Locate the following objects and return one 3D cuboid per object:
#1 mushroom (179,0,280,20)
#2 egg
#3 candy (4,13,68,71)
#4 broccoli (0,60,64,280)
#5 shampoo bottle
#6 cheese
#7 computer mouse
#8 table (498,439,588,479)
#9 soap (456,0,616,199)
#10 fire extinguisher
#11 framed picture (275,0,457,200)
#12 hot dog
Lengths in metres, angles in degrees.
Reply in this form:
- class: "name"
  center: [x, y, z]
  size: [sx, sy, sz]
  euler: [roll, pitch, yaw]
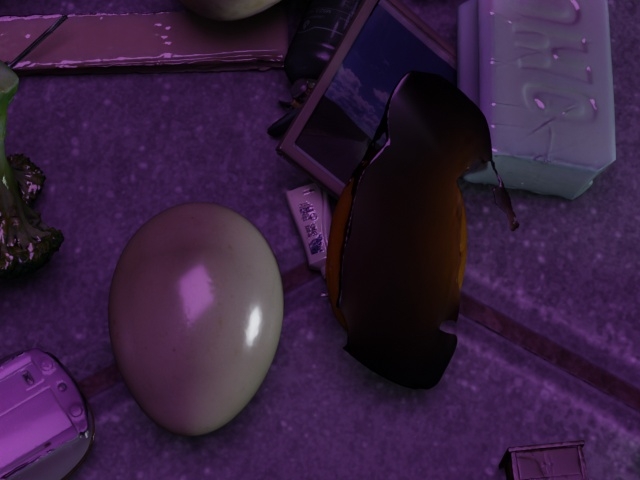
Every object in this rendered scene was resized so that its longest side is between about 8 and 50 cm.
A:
- class: "mushroom"
  center: [-0.086, -0.369, 1.834]
  size: [0.246, 0.246, 0.202]
  euler: [-42, 110, -18]
- class: "egg"
  center: [-0.133, 0.083, 1.684]
  size: [0.189, 0.188, 0.253]
  euler: [1, 73, -2]
- class: "candy"
  center: [-0.368, -0.203, 1.855]
  size: [0.185, 0.049, 0.055]
  euler: [-43, 99, -3]
- class: "broccoli"
  center: [-0.403, -0.086, 1.718]
  size: [0.254, 0.269, 0.269]
  euler: [-5, 61, -45]
- class: "shampoo bottle"
  center: [0.000, 0.000, 1.811]
  size: [0.049, 0.034, 0.141]
  euler: [-11, 69, -13]
- class: "cheese"
  center: [-0.238, -0.239, 1.906]
  size: [0.400, 0.034, 0.085]
  euler: [-3, 71, -4]
- class: "computer mouse"
  center: [-0.390, 0.237, 1.668]
  size: [0.310, 0.072, 0.158]
  euler: [-31, 70, -15]
- class: "table"
  center: [0.243, 0.267, 1.685]
  size: [0.083, 0.070, 0.082]
  euler: [-5, 66, -6]
- class: "soap"
  center: [0.254, -0.201, 1.857]
  size: [0.173, 0.095, 0.289]
  euler: [9, 65, -16]
- class: "fire extinguisher"
  center: [0.022, -0.263, 1.898]
  size: [0.114, 0.095, 0.311]
  euler: [-6, 55, 44]
- class: "framed picture"
  center: [0.074, -0.149, 1.836]
  size: [0.189, 0.023, 0.260]
  euler: [39, 65, -20]
- class: "hot dog"
  center: [0.100, -0.009, 1.751]
  size: [0.194, 0.107, 0.326]
  euler: [25, 83, -15]
